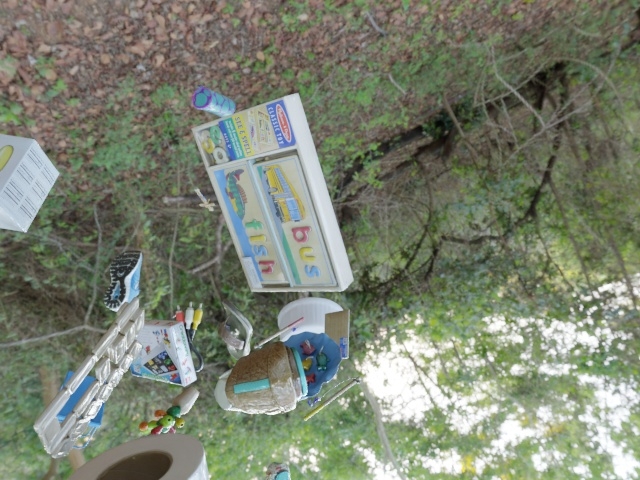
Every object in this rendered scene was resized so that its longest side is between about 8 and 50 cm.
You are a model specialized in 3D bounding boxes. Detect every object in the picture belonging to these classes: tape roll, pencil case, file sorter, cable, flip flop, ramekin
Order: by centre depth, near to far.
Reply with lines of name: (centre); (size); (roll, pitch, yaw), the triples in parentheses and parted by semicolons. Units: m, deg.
tape roll: (-0.312, 0.479, 0.780); (0.245, 0.169, 0.246); (-8, -173, 1)
file sorter: (-0.688, 0.479, 1.259); (0.105, 0.118, 0.170); (-57, -152, 13)
pencil case: (-0.308, -0.398, 1.294); (0.070, 0.065, 0.151); (13, -172, 15)
flip flop: (-0.274, 0.289, 1.373); (0.080, 0.112, 0.277); (-32, 148, -35)
ramekin: (-0.033, 0.364, 1.770); (0.277, 0.277, 0.135); (-26, -142, 18)
cable: (-0.562, 0.405, 1.873); (0.139, 0.288, 0.072); (-4, 158, -12)

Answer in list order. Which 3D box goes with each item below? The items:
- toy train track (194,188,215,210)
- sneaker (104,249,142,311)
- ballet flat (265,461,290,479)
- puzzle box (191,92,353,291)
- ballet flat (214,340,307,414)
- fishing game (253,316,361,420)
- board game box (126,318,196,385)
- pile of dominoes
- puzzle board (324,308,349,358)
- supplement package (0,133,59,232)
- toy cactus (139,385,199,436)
toy train track: (-0.307, -0.111, 1.183); (0.048, 0.014, 0.083); (-1, 143, 22)
sneaker: (-0.458, 0.097, 1.053); (0.063, 0.162, 0.073); (3, 149, 6)
ballet flat: (-0.142, 0.796, 1.370); (0.091, 0.241, 0.077); (12, 179, -34)
puzzle box: (-0.103, -0.077, 0.963); (0.272, 0.409, 0.052); (-6, -160, 35)
ballet flat: (-0.100, 0.225, 0.695); (0.124, 0.116, 0.342); (-12, 166, -11)
fishing game: (-0.049, 0.257, 0.948); (0.189, 0.041, 0.264); (-28, -147, -14)
board game box: (-0.535, 0.356, 1.450); (0.305, 0.193, 0.053); (-5, -170, 38)
pile of dominoes: (-0.376, 0.219, 0.733); (0.251, 0.040, 0.196); (-66, 180, -47)
puzzle board: (0.044, 0.256, 1.210); (0.011, 0.128, 0.096); (19, 154, -37)
supplement package: (-0.847, -0.157, 1.163); (0.194, 0.203, 0.149); (9, 150, 2)
toy cactus: (-0.383, 0.466, 1.162); (0.180, 0.112, 0.219); (-48, 168, -37)
